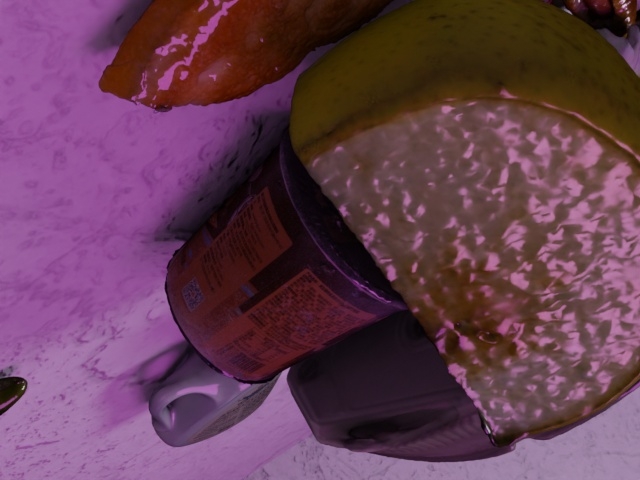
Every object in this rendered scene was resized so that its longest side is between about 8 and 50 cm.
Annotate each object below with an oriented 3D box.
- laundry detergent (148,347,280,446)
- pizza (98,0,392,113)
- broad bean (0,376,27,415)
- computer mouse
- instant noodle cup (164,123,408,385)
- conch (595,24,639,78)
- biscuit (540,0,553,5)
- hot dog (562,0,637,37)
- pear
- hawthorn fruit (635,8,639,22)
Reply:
[{"bbox_3d":[-0.152,0.203,1.226,0.215,0.105,0.280,-25,162,-22],"label":"laundry detergent"},{"bbox_3d":[-0.024,-0.168,0.569,0.271,0.056,0.134,-38,160,1],"label":"pizza"},{"bbox_3d":[-0.411,0.215,0.913,0.227,0.039,0.069,-38,156,16],"label":"broad bean"},{"bbox_3d":[0.162,0.108,0.860,0.429,0.228,0.145,-23,133,28],"label":"computer mouse"},{"bbox_3d":[-0.025,0.022,0.834,0.207,0.217,0.217,-37,163,29],"label":"instant noodle cup"},{"bbox_3d":[0.232,-0.092,0.971,0.249,0.197,0.368,-33,-172,-29],"label":"conch"},{"bbox_3d":[0.224,-0.240,0.873,0.048,0.026,0.292,-19,166,16],"label":"biscuit"},{"bbox_3d":[0.274,-0.260,0.817,0.289,0.068,0.083,4,98,-64],"label":"hot dog"},{"bbox_3d":[0.142,-0.065,0.672,0.238,0.318,0.342,-25,123,17],"label":"pear"},{"bbox_3d":[0.454,-0.288,0.813,0.285,0.284,0.369,-24,-179,-30],"label":"hawthorn fruit"}]
